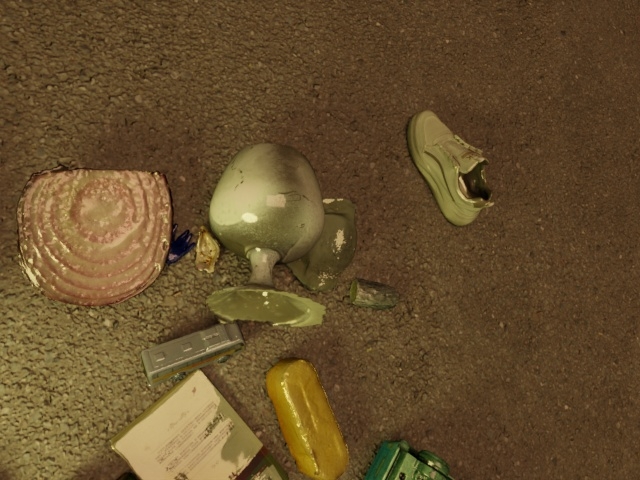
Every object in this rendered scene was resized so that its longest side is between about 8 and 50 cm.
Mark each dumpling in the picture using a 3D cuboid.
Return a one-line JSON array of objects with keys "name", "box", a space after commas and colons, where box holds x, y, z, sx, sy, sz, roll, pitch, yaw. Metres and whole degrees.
[{"name": "dumpling", "box": [0.010, -0.002, 1.010, 0.152, 0.108, 0.219, 20, 69, -17]}]

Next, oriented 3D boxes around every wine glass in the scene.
[{"name": "wine glass", "box": [-0.099, -0.013, 0.889, 0.237, 0.238, 0.323, 11, 62, -19]}]

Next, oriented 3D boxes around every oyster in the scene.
[{"name": "oyster", "box": [-0.229, 0.018, 0.953, 0.051, 0.034, 0.093, 10, 86, -3]}]

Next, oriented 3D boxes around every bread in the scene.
[{"name": "bread", "box": [-0.026, 0.349, 0.928, 0.102, 0.094, 0.246, -21, 87, -33]}]

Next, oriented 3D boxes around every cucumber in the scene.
[{"name": "cucumber", "box": [0.122, 0.121, 1.052, 0.111, 0.064, 0.064, 10, 74, -19]}]

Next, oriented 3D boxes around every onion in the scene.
[{"name": "onion", "box": [-0.407, -0.010, 0.856, 0.249, 0.111, 0.248, -2, 98, -34]}]

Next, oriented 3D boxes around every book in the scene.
[{"name": "book", "box": [-0.215, 0.411, 0.871, 0.201, 0.026, 0.290, -39, 93, -25]}]

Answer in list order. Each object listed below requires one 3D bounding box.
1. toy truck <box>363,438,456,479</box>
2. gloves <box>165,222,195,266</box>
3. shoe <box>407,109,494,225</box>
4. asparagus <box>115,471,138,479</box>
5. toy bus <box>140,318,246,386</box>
[{"name": "toy truck", "box": [0.227, 0.534, 0.949, 0.278, 0.156, 0.155, 39, 68, -10]}, {"name": "gloves", "box": [-0.292, 0.007, 0.932, 0.064, 0.026, 0.086, 44, 67, -4]}, {"name": "shoe", "box": [0.336, -0.195, 1.158, 0.124, 0.159, 0.317, -27, 92, -23]}, {"name": "asparagus", "box": [-0.292, 0.481, 0.818, 0.178, 0.045, 0.041, 51, 48, -6]}, {"name": "toy bus", "box": [-0.235, 0.205, 0.875, 0.190, 0.075, 0.064, -18, 59, -23]}]
